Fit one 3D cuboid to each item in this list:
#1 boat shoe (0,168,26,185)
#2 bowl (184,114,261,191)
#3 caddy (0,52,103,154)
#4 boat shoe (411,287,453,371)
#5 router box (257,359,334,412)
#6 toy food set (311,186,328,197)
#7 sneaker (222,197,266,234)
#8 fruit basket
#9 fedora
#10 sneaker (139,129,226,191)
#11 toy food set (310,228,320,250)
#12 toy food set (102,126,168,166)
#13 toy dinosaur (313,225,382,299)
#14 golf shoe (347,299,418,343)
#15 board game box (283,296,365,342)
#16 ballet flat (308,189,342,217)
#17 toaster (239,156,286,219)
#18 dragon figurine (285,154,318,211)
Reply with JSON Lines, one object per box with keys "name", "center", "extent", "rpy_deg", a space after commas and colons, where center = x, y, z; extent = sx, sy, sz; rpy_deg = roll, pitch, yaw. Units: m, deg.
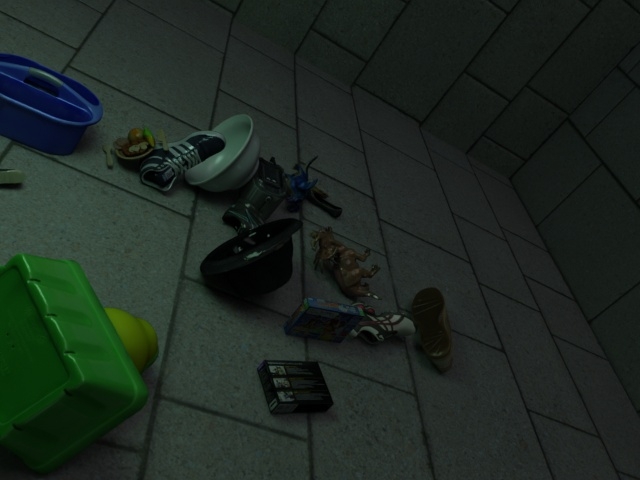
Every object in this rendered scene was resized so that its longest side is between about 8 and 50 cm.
{"name": "boat shoe", "center": [-0.815, -0.161, 1.447], "extent": [0.043, 0.049, 0.137], "rpy_deg": [7, 9, 44]}
{"name": "bowl", "center": [-0.299, -0.263, 1.919], "extent": [0.134, 0.298, 0.298], "rpy_deg": [44, 23, -35]}
{"name": "caddy", "center": [-0.800, -0.400, 1.641], "extent": [0.341, 0.179, 0.241], "rpy_deg": [23, 33, -23]}
{"name": "boat shoe", "center": [0.396, 0.306, 2.028], "extent": [0.341, 0.121, 0.110], "rpy_deg": [-85, 155, -51]}
{"name": "router box", "center": [-0.064, 0.379, 1.504], "extent": [0.179, 0.046, 0.133], "rpy_deg": [12, 39, -37]}
{"name": "toy food set", "center": [-0.003, -0.195, 2.312], "extent": [0.083, 0.020, 0.082], "rpy_deg": [32, 4, -9]}
{"name": "sneaker", "center": [-0.203, -0.016, 1.858], "extent": [0.267, 0.101, 0.106], "rpy_deg": [43, 50, 11]}
{"name": "fruit basket", "center": [-0.490, 0.227, 1.137], "extent": [0.392, 0.283, 0.392], "rpy_deg": [54, -9, 12]}
{"name": "fedora", "center": [-0.175, 0.063, 1.661], "extent": [0.334, 0.334, 0.153], "rpy_deg": [-45, 117, -59]}
{"name": "sneaker", "center": [-0.429, -0.244, 1.792], "extent": [0.282, 0.099, 0.153], "rpy_deg": [-13, 45, 4]}
{"name": "toy food set", "center": [0.000, 0.000, 2.090], "extent": [0.078, 0.019, 0.122], "rpy_deg": [24, 34, -22]}
{"name": "toy food set", "center": [-0.569, -0.297, 1.767], "extent": [0.192, 0.039, 0.132], "rpy_deg": [-19, 48, -11]}
{"name": "toy dinosaur", "center": [0.081, 0.100, 1.957], "extent": [0.200, 0.127, 0.296], "rpy_deg": [-12, 68, -43]}
{"name": "golf shoe", "center": [0.193, 0.285, 1.864], "extent": [0.272, 0.105, 0.120], "rpy_deg": [16, 53, -22]}
{"name": "board game box", "center": [0.012, 0.234, 1.684], "extent": [0.201, 0.136, 0.035], "rpy_deg": [16, 37, -33]}
{"name": "ballet flat", "center": [0.011, -0.154, 2.273], "extent": [0.173, 0.049, 0.057], "rpy_deg": [34, 33, -3]}
{"name": "toaster", "center": [-0.203, -0.180, 1.995], "extent": [0.129, 0.146, 0.227], "rpy_deg": [22, 35, -26]}
{"name": "dragon figurine", "center": [-0.067, -0.213, 2.204], "extent": [0.144, 0.085, 0.289], "rpy_deg": [40, 45, 9]}
